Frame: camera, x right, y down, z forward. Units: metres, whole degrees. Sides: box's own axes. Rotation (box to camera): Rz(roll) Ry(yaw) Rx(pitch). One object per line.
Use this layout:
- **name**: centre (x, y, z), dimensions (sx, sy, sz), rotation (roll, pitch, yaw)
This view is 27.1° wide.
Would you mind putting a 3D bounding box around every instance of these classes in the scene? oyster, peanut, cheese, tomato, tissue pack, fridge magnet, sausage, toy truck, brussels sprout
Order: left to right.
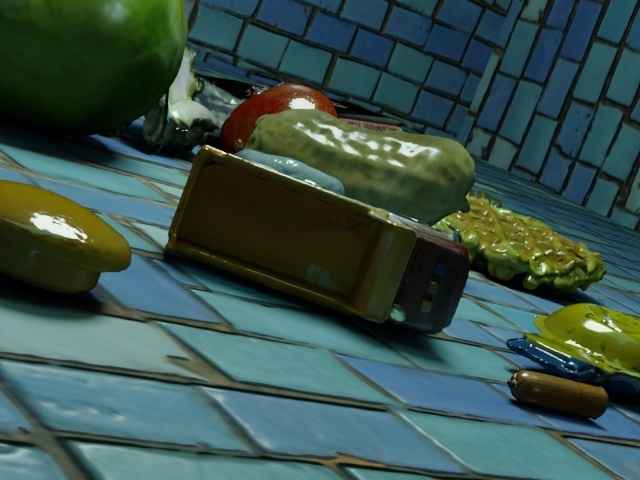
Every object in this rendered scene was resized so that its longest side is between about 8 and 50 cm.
- **fridge magnet**: centre (-0.204, -0.005, 0.945), dimensions (0.143, 0.063, 0.143), rotation (22, 8, -3)
- **brussels sprout**: centre (-0.311, -0.263, 1.552), dimensions (0.344, 0.268, 0.344), rotation (14, 9, -2)
- **oyster**: centre (-0.199, -0.206, 1.803), dimensions (0.092, 0.198, 0.260), rotation (-19, 37, 4)
- **tomato**: centre (-0.046, -0.133, 1.797), dimensions (0.167, 0.167, 0.167), rotation (21, 9, -4)
- **tissue pack**: centre (-0.049, -0.175, 2.076), dimensions (0.245, 0.123, 0.332), rotation (21, 11, 34)
- **toy truck**: centre (0.000, 0.000, 1.221), dimensions (0.270, 0.114, 0.135), rotation (20, 6, -10)
- **peanut**: centre (0.040, -0.075, 1.632), dimensions (0.291, 0.159, 0.143), rotation (13, -37, 9)
- **sausage**: centre (0.204, 0.134, 1.169), dimensions (0.107, 0.031, 0.031), rotation (14, 11, -30)
- **cheese**: centre (0.282, 0.112, 1.355), dimensions (0.177, 0.069, 0.270), rotation (27, 13, 33)

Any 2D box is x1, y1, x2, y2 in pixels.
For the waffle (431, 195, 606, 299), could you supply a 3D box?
- **waffle**: centre (0.257, -0.002, 1.916), dimensions (0.302, 0.068, 0.325), rotation (33, 21, 36)

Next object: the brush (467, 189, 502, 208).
- **brush**: centre (0.136, -0.065, 2.105), dimensions (0.300, 0.071, 0.084), rotation (11, -5, -11)

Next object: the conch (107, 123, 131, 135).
- **conch**: centre (-0.279, -0.198, 1.773), dimensions (0.079, 0.106, 0.170), rotation (-18, 19, -3)

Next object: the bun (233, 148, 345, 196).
- **bun**: centre (-0.045, -0.051, 1.521), dimensions (0.140, 0.083, 0.141), rotation (20, -1, 0)
